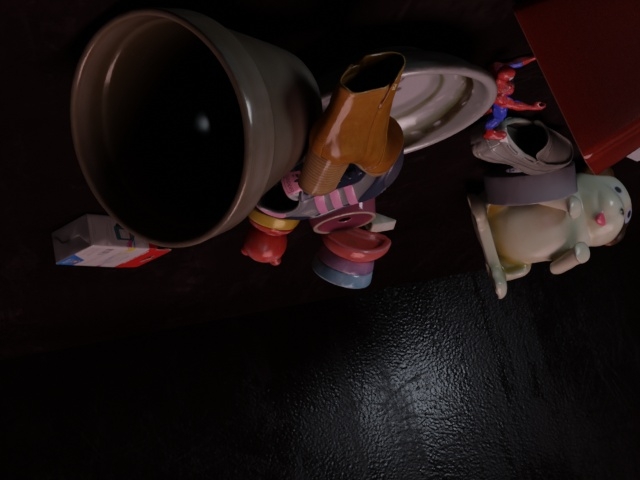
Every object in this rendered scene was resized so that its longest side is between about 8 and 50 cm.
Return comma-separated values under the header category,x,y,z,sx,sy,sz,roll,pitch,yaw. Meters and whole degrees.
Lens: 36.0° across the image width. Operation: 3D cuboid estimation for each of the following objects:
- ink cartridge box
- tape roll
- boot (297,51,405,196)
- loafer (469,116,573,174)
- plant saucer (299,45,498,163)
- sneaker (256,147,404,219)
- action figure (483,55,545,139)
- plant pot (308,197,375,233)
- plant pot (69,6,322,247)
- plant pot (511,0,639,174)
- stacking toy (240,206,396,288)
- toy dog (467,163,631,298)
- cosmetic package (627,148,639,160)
category,x,y,z,sx,sy,sz,roll,pitch,yaw
ink cartridge box,-0.464,0.004,2.206,0.134,0.078,0.231,-23,163,36
tape roll,0.504,-0.140,2.371,0.219,0.072,0.219,-9,-168,2
boot,0.084,-0.195,1.487,0.295,0.104,0.211,-37,160,-50
loafer,0.463,-0.209,2.160,0.319,0.112,0.111,0,169,-42
plant saucer,0.101,-0.245,1.713,0.400,0.100,0.400,-13,166,-3
sneaker,0.009,-0.106,1.734,0.131,0.112,0.319,-4,163,-41
action figure,0.375,-0.276,1.869,0.139,0.091,0.280,-8,168,7
plant pot,0.028,-0.118,1.977,0.201,0.180,0.201,-12,166,-3
plant pot,-0.150,-0.178,1.426,0.323,0.323,0.280,-23,180,35
plant pot,0.482,-0.284,1.571,0.235,0.267,0.267,-26,171,16
stacking toy,0.000,0.000,2.136,0.309,0.130,0.279,24,-157,15
toy dog,0.620,-0.045,2.617,0.408,0.285,0.395,-16,-177,8
cosmetic package,0.710,-0.281,2.051,0.224,0.138,0.224,-21,164,32
